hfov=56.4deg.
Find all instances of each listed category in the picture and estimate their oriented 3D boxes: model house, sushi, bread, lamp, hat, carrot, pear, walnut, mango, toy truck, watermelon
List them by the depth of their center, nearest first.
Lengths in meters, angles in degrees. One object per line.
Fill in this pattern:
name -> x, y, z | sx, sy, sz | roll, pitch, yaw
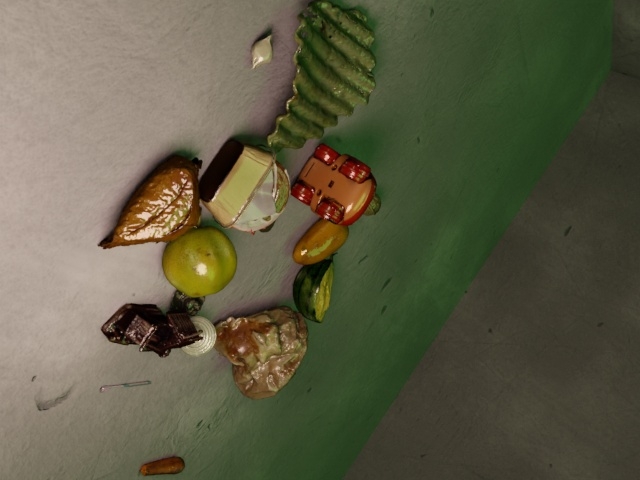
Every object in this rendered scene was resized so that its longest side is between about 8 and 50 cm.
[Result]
sushi -> -0.341, -0.063, 1.302 | 0.149, 0.140, 0.287 | 38, 85, -23
pear -> -0.293, 0.027, 1.446 | 0.180, 0.166, 0.216 | -8, 95, -39
model house -> -0.406, 0.231, 1.456 | 0.203, 0.164, 0.141 | 6, 109, -55
bread -> -0.182, -0.130, 1.474 | 0.212, 0.142, 0.224 | 32, 92, -46
hat -> -0.349, 0.170, 1.591 | 0.121, 0.050, 0.121 | -33, 141, -32
lamp -> -0.330, 0.260, 1.625 | 0.106, 0.106, 0.193 | -52, 177, -9
toy truck -> 0.062, -0.141, 1.703 | 0.239, 0.265, 0.189 | 28, 96, -50
mango -> 0.000, 0.000, 1.889 | 0.227, 0.109, 0.147 | -34, 168, -35
carrot -> -0.503, 0.724, 1.908 | 0.161, 0.055, 0.055 | 22, 100, -53
watermelon -> -0.025, 0.152, 1.972 | 0.204, 0.127, 0.232 | -17, 116, -74
walnut -> 0.166, -0.126, 2.042 | 0.092, 0.092, 0.092 | -36, 145, -31

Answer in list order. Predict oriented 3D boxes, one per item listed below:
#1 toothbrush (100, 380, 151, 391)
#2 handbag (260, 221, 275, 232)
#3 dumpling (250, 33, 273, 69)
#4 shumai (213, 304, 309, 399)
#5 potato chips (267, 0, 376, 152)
toothbrush -> -0.518, 0.389, 1.595 | 0.014, 0.011, 0.167 | -58, 151, 12
handbag -> -0.147, -0.075, 1.654 | 0.072, 0.047, 0.111 | -12, 129, -44
dumpling -> -0.133, -0.425, 1.350 | 0.052, 0.057, 0.076 | -2, 101, -13
shumai -> -0.200, 0.291, 1.831 | 0.262, 0.267, 0.314 | 50, 53, -32
potato chips -> 0.011, -0.401, 1.505 | 0.389, 0.097, 0.373 | -28, 140, -51
